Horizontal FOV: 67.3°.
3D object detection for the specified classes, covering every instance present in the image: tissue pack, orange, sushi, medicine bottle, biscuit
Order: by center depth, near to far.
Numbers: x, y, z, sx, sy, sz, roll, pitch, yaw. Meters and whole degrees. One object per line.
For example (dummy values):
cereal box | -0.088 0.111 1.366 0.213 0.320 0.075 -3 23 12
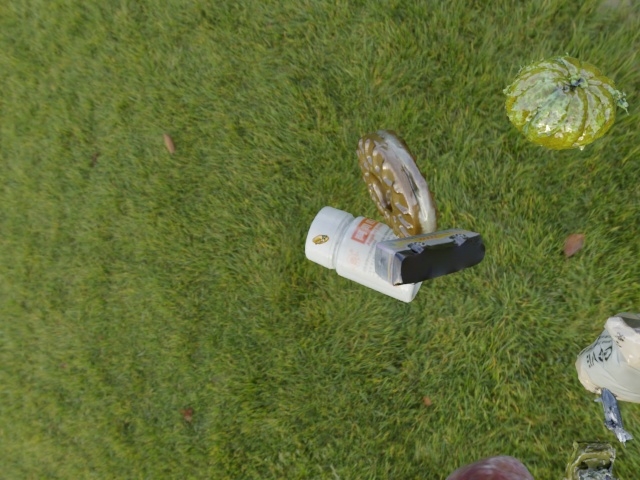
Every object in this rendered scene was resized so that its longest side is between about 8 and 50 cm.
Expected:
tissue pack | 0.778 0.243 1.029 0.389 0.376 0.195 1 61 13
sushi | 0.686 0.659 1.226 0.139 0.131 0.291 8 81 -6
biscuit | 0.200 -0.140 1.270 0.103 0.332 0.332 -26 73 -5
orange | 0.687 -0.385 1.395 0.301 0.223 0.300 -12 59 -13
medicine bottle | 0.155 0.038 1.555 0.371 0.211 0.211 22 91 19

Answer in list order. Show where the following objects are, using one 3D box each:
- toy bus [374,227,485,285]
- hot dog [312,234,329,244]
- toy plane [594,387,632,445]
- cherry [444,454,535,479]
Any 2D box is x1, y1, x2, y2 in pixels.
toy bus | 0.154 0.020 0.684 0.072 0.172 0.058 26 120 55
hot dog | 0.000 0.000 1.425 0.037 0.083 0.021 15 74 -14
toy plane | 0.455 0.274 0.749 0.031 0.078 0.083 -22 72 16
cherry | 0.340 0.629 0.957 0.291 0.335 0.327 0 123 10
